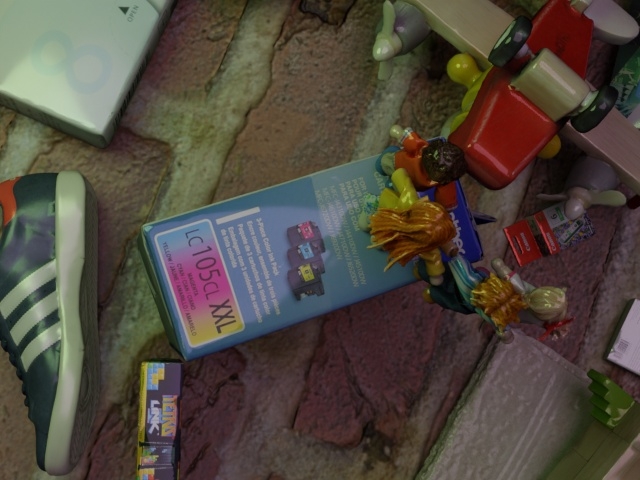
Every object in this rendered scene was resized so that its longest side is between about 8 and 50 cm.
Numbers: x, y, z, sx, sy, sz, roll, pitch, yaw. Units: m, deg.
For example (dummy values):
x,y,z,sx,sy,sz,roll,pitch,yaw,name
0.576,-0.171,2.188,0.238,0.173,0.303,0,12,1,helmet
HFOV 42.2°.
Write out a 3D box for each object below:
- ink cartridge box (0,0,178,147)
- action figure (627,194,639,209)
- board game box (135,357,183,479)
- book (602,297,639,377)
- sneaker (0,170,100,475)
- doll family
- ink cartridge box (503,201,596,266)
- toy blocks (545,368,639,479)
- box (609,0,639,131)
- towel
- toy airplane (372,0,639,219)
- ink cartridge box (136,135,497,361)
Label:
x,y,z,sx,sy,sz,roll,pitch,yaw,name
-0.377,-0.330,1.012,0.385,0.091,0.308,24,79,-10,ink cartridge box
0.586,-0.116,1.175,0.280,0.139,0.091,-37,92,-16,action figure
-0.182,0.207,0.947,0.048,0.170,0.141,4,83,-10,board game box
0.481,0.156,1.156,0.144,0.035,0.096,28,84,3,book
-0.339,0.093,0.959,0.148,0.131,0.349,-2,78,-5,sneaker
0.120,0.021,0.766,0.118,0.163,0.263,-42,102,-11,doll family
0.319,-0.013,1.155,0.115,0.029,0.062,-24,89,-14,ink cartridge box
0.412,0.384,1.030,0.381,0.191,0.261,39,90,-9,toy blocks
0.546,-0.280,1.163,0.232,0.058,0.321,12,76,24,box
0.252,0.270,1.098,0.187,0.049,0.282,34,79,-6,towel
0.254,-0.206,1.070,0.385,0.272,0.386,1,56,-35,toy airplane
0.000,0.000,0.960,0.396,0.270,0.151,-19,92,-14,ink cartridge box
